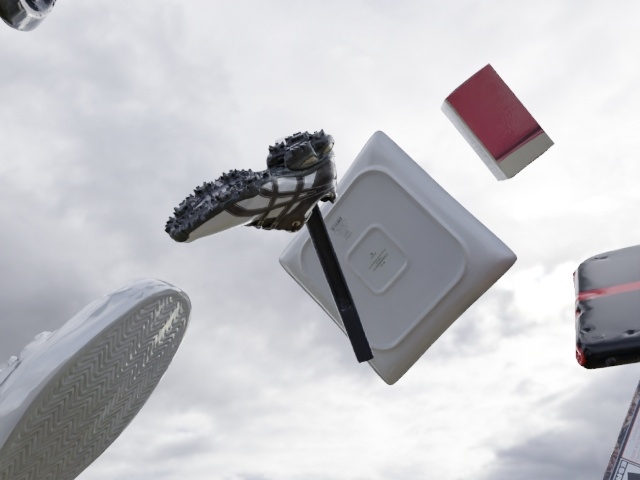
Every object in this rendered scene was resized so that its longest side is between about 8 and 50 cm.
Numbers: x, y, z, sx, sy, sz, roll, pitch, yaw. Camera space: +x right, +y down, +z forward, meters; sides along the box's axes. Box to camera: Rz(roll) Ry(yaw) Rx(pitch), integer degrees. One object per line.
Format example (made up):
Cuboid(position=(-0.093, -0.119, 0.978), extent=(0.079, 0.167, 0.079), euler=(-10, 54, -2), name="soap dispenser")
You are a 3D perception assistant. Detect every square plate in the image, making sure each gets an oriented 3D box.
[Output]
Cuboid(position=(0.110, 0.036, 1.081), extent=(0.347, 0.344, 0.049), euler=(-52, -20, 23), name="square plate")

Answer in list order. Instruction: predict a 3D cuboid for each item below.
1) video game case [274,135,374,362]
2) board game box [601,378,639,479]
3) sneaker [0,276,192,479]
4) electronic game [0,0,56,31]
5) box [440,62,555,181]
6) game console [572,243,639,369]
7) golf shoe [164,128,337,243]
Cuboid(position=(0.000, 0.000, 0.772), extent=(0.026, 0.196, 0.274), euler=(-21, -77, -1), name="video game case")
Cuboid(position=(0.362, 0.192, 0.386), extent=(0.291, 0.232, 0.141), euler=(13, -25, 45), name="board game box")
Cuboid(position=(-0.241, 0.112, 0.419), extent=(0.169, 0.292, 0.108), euler=(29, -24, 29), name="sneaker")
Cuboid(position=(-0.414, -0.411, 0.827), extent=(0.048, 0.229, 0.229), euler=(9, -34, -5), name="electronic game")
Cuboid(position=(0.395, -0.262, 1.349), extent=(0.127, 0.232, 0.148), euler=(-39, -1, 8), name="box")
Cuboid(position=(0.515, 0.054, 0.732), extent=(0.387, 0.342, 0.060), euler=(-16, -80, 25), name="game console")
Cuboid(position=(-0.055, -0.034, 0.591), extent=(0.077, 0.198, 0.093), euler=(20, -44, 52), name="golf shoe")
